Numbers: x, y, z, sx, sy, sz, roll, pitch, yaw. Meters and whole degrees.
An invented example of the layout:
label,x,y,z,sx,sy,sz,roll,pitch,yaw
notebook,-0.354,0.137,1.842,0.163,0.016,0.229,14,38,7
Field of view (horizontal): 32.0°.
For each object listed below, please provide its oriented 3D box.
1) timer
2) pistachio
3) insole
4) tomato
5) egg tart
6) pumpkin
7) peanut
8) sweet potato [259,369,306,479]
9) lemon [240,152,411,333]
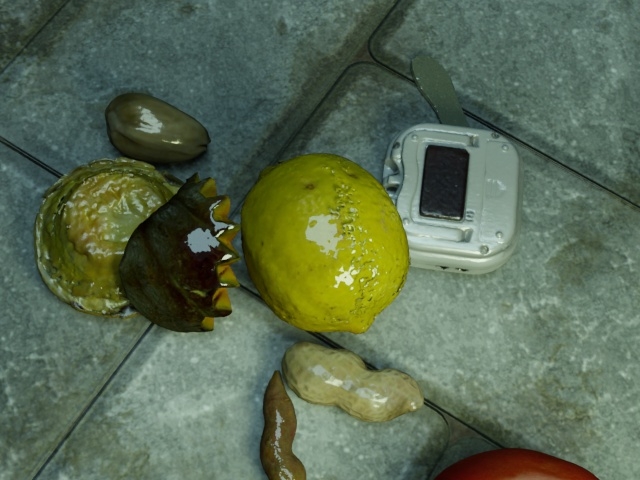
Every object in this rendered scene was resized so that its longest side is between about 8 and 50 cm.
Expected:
label,x,y,z,sx,sy,sz,roll,pitch,yaw
timer,0.218,-0.075,1.860,0.237,0.087,0.262,8,64,1
pistachio,-0.277,-0.185,1.881,0.185,0.126,0.108,20,108,3
insole,0.216,-0.254,1.987,0.063,0.010,0.192,-19,68,-11
tomato,0.279,0.421,1.553,0.298,0.226,0.299,3,65,-6
egg tart,-0.325,-0.019,1.789,0.294,0.116,0.295,2,63,-4
pumpkin,-0.212,0.032,1.685,0.149,0.130,0.254,-6,101,-32
peanut,0.048,0.218,1.713,0.227,0.086,0.104,20,43,5
sweet potato,-0.063,0.300,1.687,0.065,0.051,0.218,-9,65,-3
lemon,0.000,0.000,1.718,0.258,0.258,0.310,-26,67,-14
